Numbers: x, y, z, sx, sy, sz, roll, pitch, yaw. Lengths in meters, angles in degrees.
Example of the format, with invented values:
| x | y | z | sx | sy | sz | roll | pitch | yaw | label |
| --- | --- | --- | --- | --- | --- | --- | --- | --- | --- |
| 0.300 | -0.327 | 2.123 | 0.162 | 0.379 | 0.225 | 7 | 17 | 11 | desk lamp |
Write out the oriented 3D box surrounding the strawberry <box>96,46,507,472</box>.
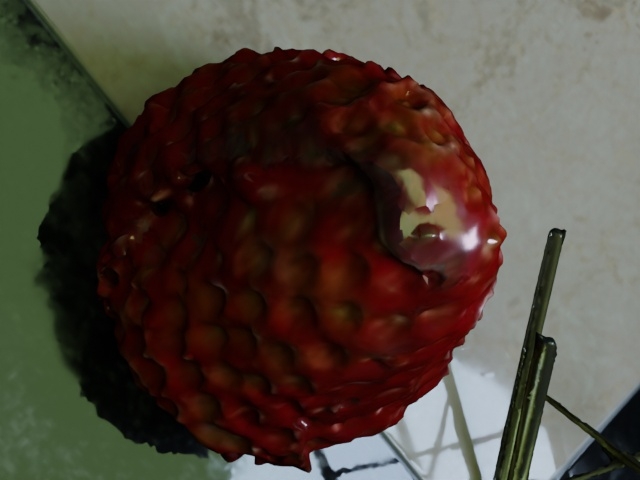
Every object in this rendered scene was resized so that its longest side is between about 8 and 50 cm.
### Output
| x | y | z | sx | sy | sz | roll | pitch | yaw | label |
| --- | --- | --- | --- | --- | --- | --- | --- | --- | --- |
| 0.000 | 0.000 | 0.669 | 0.205 | 0.244 | 0.205 | 2 | 84 | -20 | strawberry |

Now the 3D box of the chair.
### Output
| x | y | z | sx | sy | sz | roll | pitch | yaw | label |
| --- | --- | --- | --- | --- | --- | --- | --- | --- | --- |
| 0.138 | 0.178 | 0.763 | 0.159 | 0.170 | 0.326 | 12 | 115 | 5 | chair |
